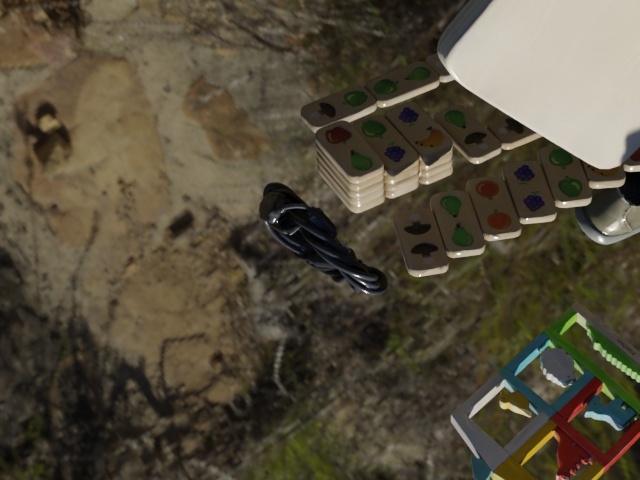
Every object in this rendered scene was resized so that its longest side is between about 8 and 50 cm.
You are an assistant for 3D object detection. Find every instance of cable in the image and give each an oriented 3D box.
[{"bbox_3d":[0.000,0.000,1.258,0.151,0.184,0.047,38,83,-12],"label":"cable"}]

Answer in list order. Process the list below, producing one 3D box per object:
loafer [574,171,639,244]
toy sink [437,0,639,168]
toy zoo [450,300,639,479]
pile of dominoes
[{"bbox_3d":[0.432,-0.070,1.550,0.251,0.094,0.087,-28,167,-31],"label":"loafer"},{"bbox_3d":[0.159,-0.181,0.647,0.153,0.131,0.234,24,115,-37],"label":"toy sink"},{"bbox_3d":[0.312,0.235,1.643,0.293,0.192,0.030,-40,153,-17],"label":"toy zoo"},{"bbox_3d":[0.123,-0.090,0.929,0.251,0.196,0.040,-24,141,-18],"label":"pile of dominoes"}]
